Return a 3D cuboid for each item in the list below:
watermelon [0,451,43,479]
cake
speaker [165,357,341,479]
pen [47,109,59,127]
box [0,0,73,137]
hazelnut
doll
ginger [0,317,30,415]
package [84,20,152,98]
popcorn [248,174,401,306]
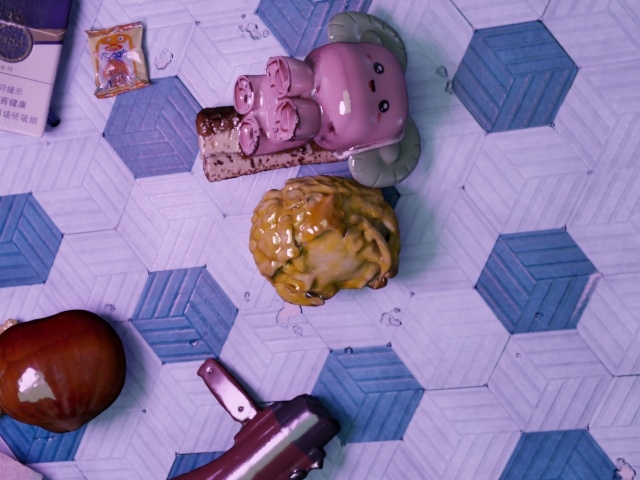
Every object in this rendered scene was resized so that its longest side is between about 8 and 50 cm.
[{"bbox_3d":[-0.724,0.477,1.950,0.292,0.222,0.319,40,71,-15],"label":"watermelon"},{"bbox_3d":[-0.091,-0.177,1.801,0.246,0.135,0.112,-11,106,-16],"label":"cake"},{"bbox_3d":[-0.143,0.370,1.857,0.329,0.198,0.259,-47,45,0],"label":"speaker"},{"bbox_3d":[-0.536,-0.277,1.899,0.204,0.025,0.025,45,104,3],"label":"pen"},{"bbox_3d":[-0.528,-0.317,1.828,0.168,0.071,0.259,11,95,-14],"label":"box"},{"bbox_3d":[-0.444,0.229,1.846,0.229,0.229,0.229,2,97,13],"label":"hazelnut"},{"bbox_3d":[0.031,-0.219,1.679,0.216,0.268,0.284,-12,83,54],"label":"doll"},{"bbox_3d":[-0.598,0.225,1.948,0.115,0.081,0.205,22,94,-23],"label":"ginger"},{"bbox_3d":[-0.348,-0.310,1.847,0.108,0.031,0.120,-7,95,13],"label":"package"},{"bbox_3d":[0.000,0.000,1.708,0.250,0.250,0.190,-10,59,14],"label":"popcorn"}]
